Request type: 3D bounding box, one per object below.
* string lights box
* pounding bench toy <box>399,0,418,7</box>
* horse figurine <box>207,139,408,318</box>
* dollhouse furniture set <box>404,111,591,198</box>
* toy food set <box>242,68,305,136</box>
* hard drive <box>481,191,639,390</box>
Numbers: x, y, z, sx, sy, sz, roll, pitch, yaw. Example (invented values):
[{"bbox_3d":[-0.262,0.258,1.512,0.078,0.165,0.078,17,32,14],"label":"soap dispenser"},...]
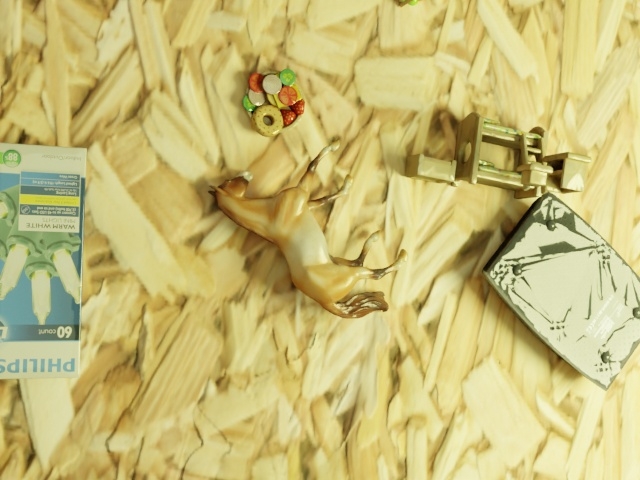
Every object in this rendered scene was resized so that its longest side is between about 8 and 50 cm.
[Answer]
[{"bbox_3d":[-0.339,0.023,1.054,0.133,0.077,0.259,1,89,-21],"label":"string lights box"},{"bbox_3d":[0.111,-0.341,1.236,0.083,0.052,0.065,-38,101,-16],"label":"pounding bench toy"},{"bbox_3d":[0.000,0.000,1.183,0.174,0.066,0.263,-34,98,-23],"label":"horse figurine"},{"bbox_3d":[0.231,-0.123,1.217,0.182,0.161,0.101,9,86,-20],"label":"dollhouse furniture set"},{"bbox_3d":[-0.059,-0.178,1.189,0.083,0.020,0.082,-25,97,-18],"label":"toy food set"},{"bbox_3d":[0.351,0.072,1.312,0.255,0.054,0.172,42,76,-14],"label":"hard drive"}]
